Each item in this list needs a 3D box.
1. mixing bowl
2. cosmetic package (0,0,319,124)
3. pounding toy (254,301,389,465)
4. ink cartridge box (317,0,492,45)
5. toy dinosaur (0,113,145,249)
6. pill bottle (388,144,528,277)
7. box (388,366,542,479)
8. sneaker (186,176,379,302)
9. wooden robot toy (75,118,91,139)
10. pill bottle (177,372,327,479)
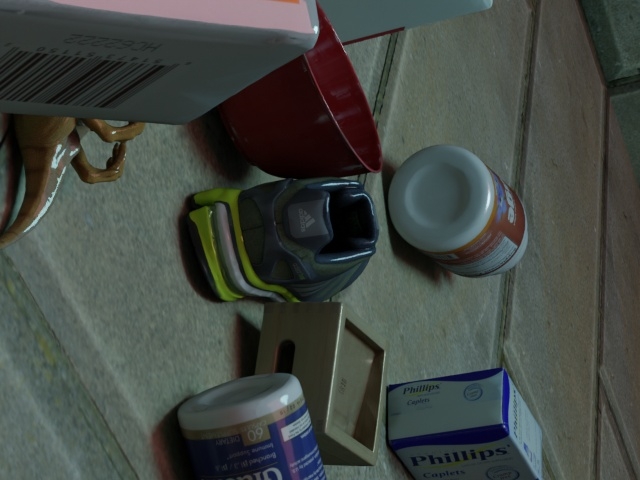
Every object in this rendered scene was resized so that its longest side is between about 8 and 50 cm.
[{"bbox_3d":[-0.029,-0.121,1.420,0.181,0.098,0.181,59,16,-27],"label":"mixing bowl"},{"bbox_3d":[-0.159,-0.308,0.956,0.230,0.161,0.453,1,75,-36],"label":"cosmetic package"},{"bbox_3d":[-0.007,0.109,1.403,0.130,0.100,0.141,43,50,-58],"label":"pounding toy"},{"bbox_3d":[0.070,-0.336,1.701,0.273,0.197,0.114,-82,153,-45],"label":"ink cartridge box"},{"bbox_3d":[-0.174,-0.066,1.089,0.112,0.064,0.211,12,62,-29],"label":"toy dinosaur"},{"bbox_3d":[0.165,-0.025,1.898,0.216,0.121,0.121,30,50,-65],"label":"pill bottle"},{"bbox_3d":[0.149,0.200,1.711,0.137,0.126,0.072,55,31,-47],"label":"box"},{"bbox_3d":[0.000,0.000,1.416,0.300,0.121,0.111,-6,85,-71],"label":"sneaker"},{"bbox_3d":[-0.140,-0.147,1.177,0.076,0.079,0.173,53,32,-51],"label":"wooden robot toy"},{"bbox_3d":[-0.039,0.191,1.232,0.094,0.094,0.169,-39,115,-69],"label":"pill bottle"}]
